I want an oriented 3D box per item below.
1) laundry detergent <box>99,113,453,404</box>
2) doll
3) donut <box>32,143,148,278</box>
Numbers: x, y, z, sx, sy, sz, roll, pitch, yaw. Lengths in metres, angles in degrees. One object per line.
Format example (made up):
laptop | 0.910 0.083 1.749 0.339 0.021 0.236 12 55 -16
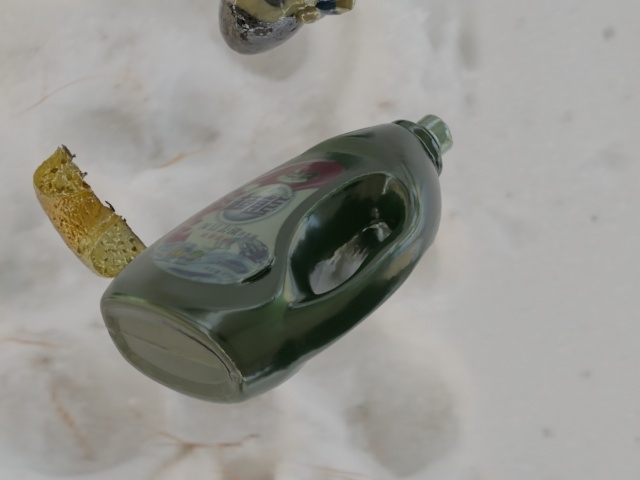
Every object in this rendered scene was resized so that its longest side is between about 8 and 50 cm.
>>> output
laundry detergent | 0.000 0.000 0.989 0.211 0.137 0.063 -37 120 -29
doll | -0.022 -0.195 1.473 0.102 0.089 0.179 29 38 13
donut | -0.148 -0.015 1.219 0.038 0.067 0.083 -39 129 -15
